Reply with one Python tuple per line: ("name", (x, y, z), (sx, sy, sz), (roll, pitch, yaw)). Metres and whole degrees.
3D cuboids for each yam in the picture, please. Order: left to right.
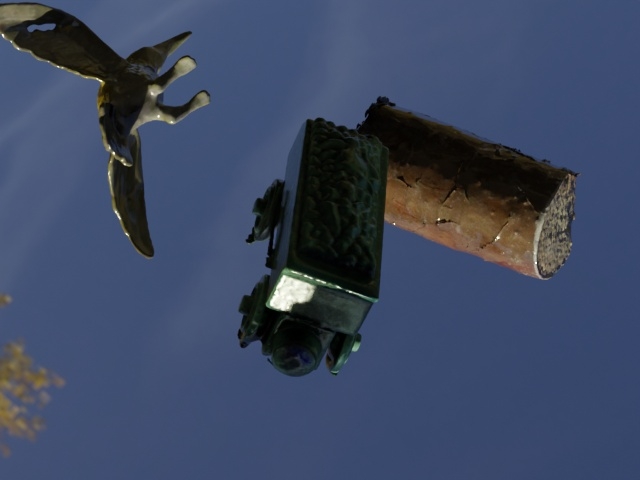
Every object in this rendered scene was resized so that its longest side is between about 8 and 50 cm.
("yam", (0.088, -0.032, 1.060), (0.141, 0.079, 0.079), (21, -112, 25))

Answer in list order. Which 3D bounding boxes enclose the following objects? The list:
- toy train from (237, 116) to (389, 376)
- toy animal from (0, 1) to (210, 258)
("toy train", (0.000, 0.000, 0.950), (0.172, 0.070, 0.099), (-84, -164, -52))
("toy animal", (-0.118, -0.100, 1.180), (0.095, 0.219, 0.155), (9, -139, 46))
